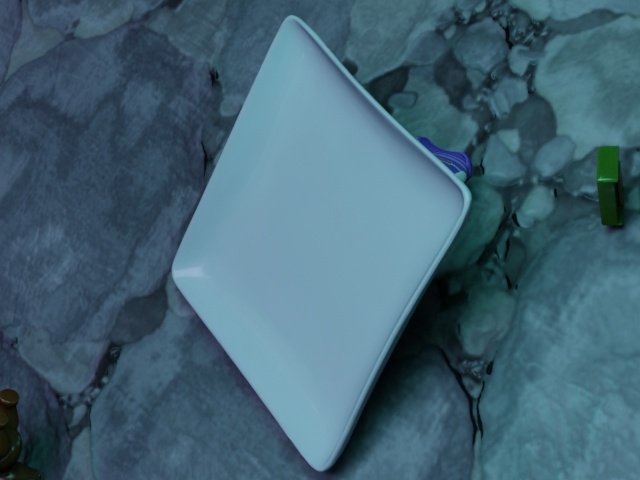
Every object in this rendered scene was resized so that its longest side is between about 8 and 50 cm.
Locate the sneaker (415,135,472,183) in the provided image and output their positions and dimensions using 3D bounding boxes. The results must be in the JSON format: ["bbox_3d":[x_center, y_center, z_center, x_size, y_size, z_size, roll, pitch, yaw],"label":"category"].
[{"bbox_3d":[0.063,-0.058,1.324,0.071,0.068,0.170,-33,31,-29],"label":"sneaker"}]

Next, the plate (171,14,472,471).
[{"bbox_3d":[0.000,0.000,1.288,0.277,0.045,0.278,49,123,39],"label":"plate"}]

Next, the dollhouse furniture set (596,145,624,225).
[{"bbox_3d":[0.283,-0.040,1.166,0.151,0.059,0.076,-3,57,15],"label":"dollhouse furniture set"}]

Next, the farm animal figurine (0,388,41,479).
[{"bbox_3d":[-0.333,0.288,1.319,0.330,0.326,0.172,59,140,43],"label":"farm animal figurine"}]
